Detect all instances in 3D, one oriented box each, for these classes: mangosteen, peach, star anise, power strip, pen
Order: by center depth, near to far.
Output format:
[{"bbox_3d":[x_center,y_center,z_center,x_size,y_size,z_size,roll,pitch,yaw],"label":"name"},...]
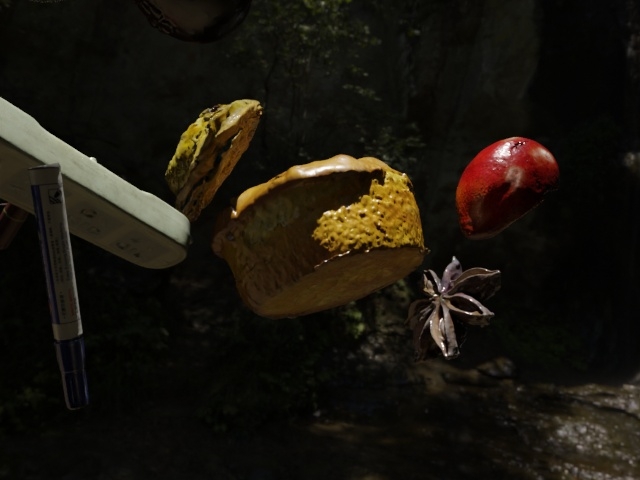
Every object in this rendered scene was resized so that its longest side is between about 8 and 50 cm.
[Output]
[{"bbox_3d":[-0.213,0.039,0.509,0.025,0.204,0.025,-4,8,1],"label":"pen"},{"bbox_3d":[-0.234,-0.046,0.587,0.080,0.048,0.286,-21,-37,31],"label":"power strip"},{"bbox_3d":[-0.191,-0.402,0.941,0.210,0.209,0.210,11,-12,2],"label":"mangosteen"},{"bbox_3d":[0.211,0.124,1.044,0.073,0.196,0.212,30,-2,-23],"label":"star anise"},{"bbox_3d":[0.370,-0.118,1.268,0.154,0.267,0.159,56,-26,1],"label":"peach"}]

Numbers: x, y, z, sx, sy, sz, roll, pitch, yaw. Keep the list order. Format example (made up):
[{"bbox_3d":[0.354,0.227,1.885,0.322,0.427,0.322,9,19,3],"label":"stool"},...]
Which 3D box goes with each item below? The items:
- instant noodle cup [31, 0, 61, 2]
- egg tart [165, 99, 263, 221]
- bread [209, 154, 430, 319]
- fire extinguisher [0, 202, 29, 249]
[{"bbox_3d":[-0.387,-0.411,0.803,0.208,0.177,0.125,5,21,-48],"label":"instant noodle cup"},{"bbox_3d":[-0.217,-0.160,1.167,0.107,0.290,0.291,33,-15,-5],"label":"egg tart"},{"bbox_3d":[0.000,0.000,1.158,0.398,0.215,0.398,-17,-19,-6],"label":"bread"},{"bbox_3d":[-0.503,-0.027,0.999,0.039,0.132,0.056,15,29,-54],"label":"fire extinguisher"}]
